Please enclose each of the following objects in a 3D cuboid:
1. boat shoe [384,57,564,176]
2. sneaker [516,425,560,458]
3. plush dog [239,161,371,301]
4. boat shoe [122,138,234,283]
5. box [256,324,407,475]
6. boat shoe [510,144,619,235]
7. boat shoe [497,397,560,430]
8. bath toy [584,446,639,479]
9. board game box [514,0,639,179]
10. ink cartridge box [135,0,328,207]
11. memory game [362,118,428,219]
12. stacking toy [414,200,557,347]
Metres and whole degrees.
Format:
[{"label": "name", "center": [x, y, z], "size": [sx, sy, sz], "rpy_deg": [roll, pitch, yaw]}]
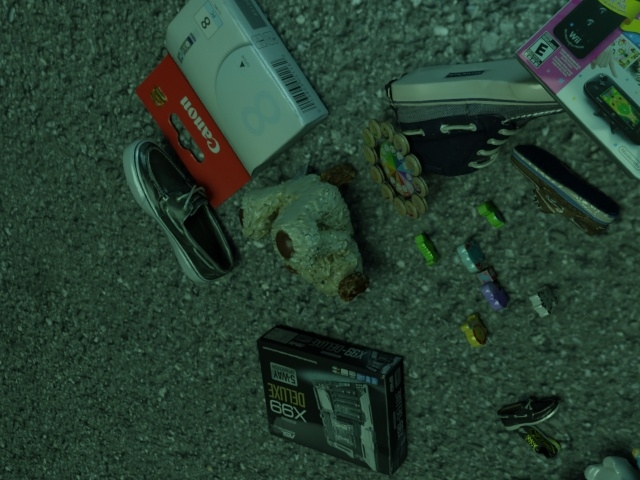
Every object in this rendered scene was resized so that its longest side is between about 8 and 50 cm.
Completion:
[{"label": "boat shoe", "center": [0.264, -0.181, 1.221], "size": [0.341, 0.127, 0.158], "rpy_deg": [8, 124, 42]}, {"label": "sneaker", "center": [0.383, 0.355, 1.438], "size": [0.083, 0.035, 0.031], "rpy_deg": [28, 125, 23]}, {"label": "plush dog", "center": [0.000, 0.000, 1.483], "size": [0.262, 0.211, 0.225], "rpy_deg": [31, 148, 56]}, {"label": "boat shoe", "center": [-0.276, -0.068, 1.674], "size": [0.119, 0.121, 0.335], "rpy_deg": [-15, 113, 40]}, {"label": "box", "center": [0.023, 0.322, 1.660], "size": [0.307, 0.076, 0.242], "rpy_deg": [11, 118, 32]}, {"label": "boat shoe", "center": [0.355, -0.072, 1.229], "size": [0.183, 0.066, 0.066], "rpy_deg": [41, 131, 14]}, {"label": "boat shoe", "center": [0.362, 0.297, 1.421], "size": [0.038, 0.046, 0.125], "rpy_deg": [52, 140, -2]}, {"label": "bath toy", "center": [0.470, 0.471, 1.381], "size": [0.348, 0.129, 0.151], "rpy_deg": [-41, 41, 39]}, {"label": "board game box", "center": [0.426, -0.256, 0.990], "size": [0.303, 0.097, 0.224], "rpy_deg": [-44, 83, 14]}, {"label": "ink cartridge box", "center": [-0.204, -0.258, 1.537], "size": [0.385, 0.091, 0.308], "rpy_deg": [-34, 89, 40]}, {"label": "memory game", "center": [0.122, -0.117, 1.353], "size": [0.186, 0.012, 0.186], "rpy_deg": [53, 160, 28]}, {"label": "stacking toy", "center": [0.271, 0.059, 1.366], "size": [0.167, 0.052, 0.221], "rpy_deg": [-31, 91, 41]}]
